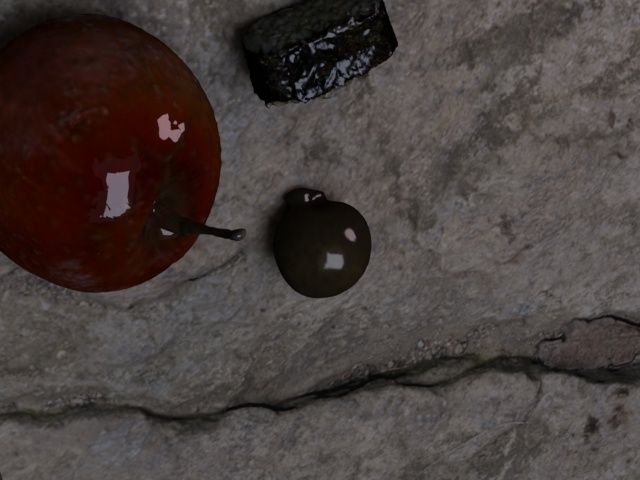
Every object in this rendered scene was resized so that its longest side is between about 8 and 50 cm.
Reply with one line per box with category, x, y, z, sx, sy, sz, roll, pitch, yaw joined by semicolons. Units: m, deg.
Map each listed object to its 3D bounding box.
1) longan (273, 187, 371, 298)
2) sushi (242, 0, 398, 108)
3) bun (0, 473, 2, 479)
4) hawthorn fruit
longan;0.000;0.000;1.582;0.106;0.106;0.119;-20;86;-23
sushi;-0.001;-0.187;1.457;0.150;0.090;0.078;-28;127;-15
bun;-0.458;0.256;1.348;0.362;0.211;0.362;-18;130;-23
hawthorn fruit;-0.204;-0.059;1.313;0.231;0.263;0.235;8;144;-15
